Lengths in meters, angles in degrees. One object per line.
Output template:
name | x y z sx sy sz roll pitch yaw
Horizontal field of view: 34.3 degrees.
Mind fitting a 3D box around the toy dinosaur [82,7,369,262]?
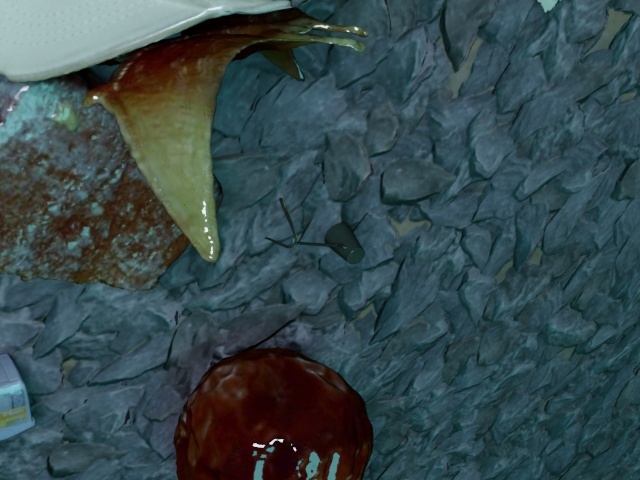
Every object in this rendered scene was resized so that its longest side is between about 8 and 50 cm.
toy dinosaur | -0.063 -0.103 0.716 0.207 0.327 0.113 -16 117 -14

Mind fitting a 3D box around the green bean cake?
green bean cake | -0.209 -0.037 0.817 0.198 0.097 0.233 -49 139 9

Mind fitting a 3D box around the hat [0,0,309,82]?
hat | -0.136 -0.235 0.668 0.301 0.168 0.258 -25 103 17

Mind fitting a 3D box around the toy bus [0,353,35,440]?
toy bus | -0.353 0.163 0.915 0.190 0.064 0.075 -14 128 -27

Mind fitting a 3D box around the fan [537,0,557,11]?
fan | 0.119 -0.323 0.873 0.233 0.012 0.415 -43 137 4

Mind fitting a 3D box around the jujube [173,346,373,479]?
jujube | -0.048 0.227 1.111 0.213 0.213 0.232 -17 139 -25

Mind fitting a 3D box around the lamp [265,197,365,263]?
lamp | 0.001 0.000 1.045 0.121 0.054 0.041 16 115 -45
